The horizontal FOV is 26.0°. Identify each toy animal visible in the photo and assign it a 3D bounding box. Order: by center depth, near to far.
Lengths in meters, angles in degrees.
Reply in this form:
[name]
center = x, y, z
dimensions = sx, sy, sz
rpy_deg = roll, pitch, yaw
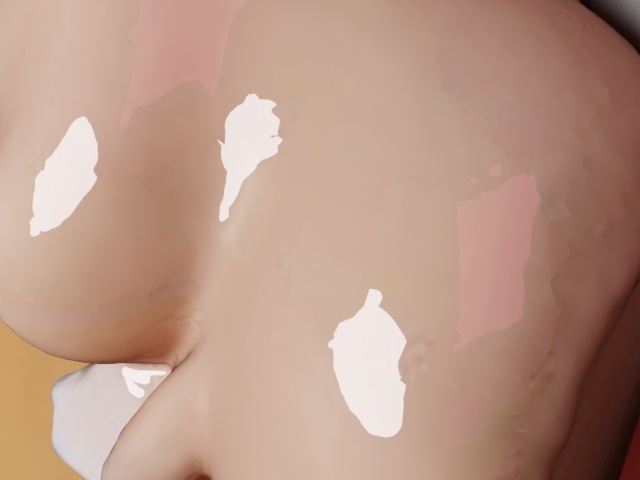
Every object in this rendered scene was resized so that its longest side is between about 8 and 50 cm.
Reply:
[toy animal]
center = -0.004, -0.001, 0.439
dimensions = 0.256, 0.195, 0.213
rpy_deg = 32, 107, 18

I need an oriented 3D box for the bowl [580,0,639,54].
[bowl]
center = 0.214, -0.058, 0.452
dimensions = 0.346, 0.345, 0.157
rpy_deg = 16, 108, 5
